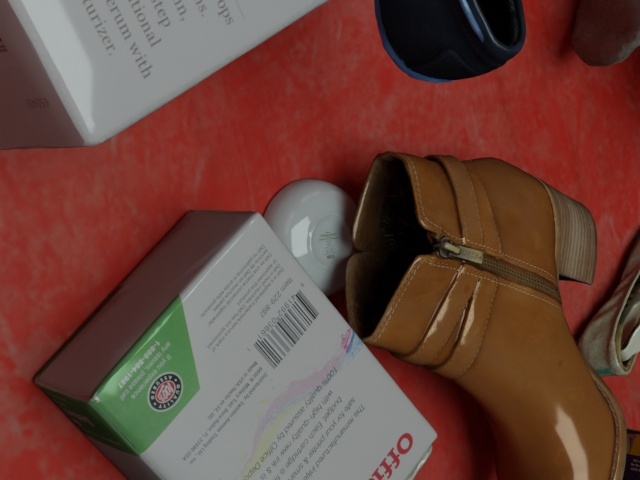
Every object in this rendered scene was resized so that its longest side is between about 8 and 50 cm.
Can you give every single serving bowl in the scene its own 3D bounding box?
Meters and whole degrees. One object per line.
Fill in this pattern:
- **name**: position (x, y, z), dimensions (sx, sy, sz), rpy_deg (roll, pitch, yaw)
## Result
- **serving bowl**: position (0.000, 0.000, 0.922), dimensions (0.083, 0.027, 0.083), rpy_deg (-3, 95, -35)

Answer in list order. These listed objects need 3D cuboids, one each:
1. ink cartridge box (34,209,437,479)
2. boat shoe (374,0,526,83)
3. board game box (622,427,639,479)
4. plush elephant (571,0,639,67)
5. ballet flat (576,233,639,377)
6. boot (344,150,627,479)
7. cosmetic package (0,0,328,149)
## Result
- **ink cartridge box**: position (-0.046, 0.107, 0.855), dimensions (0.154, 0.093, 0.212), rpy_deg (-50, 116, -22)
- **boat shoe**: position (0.073, -0.217, 0.729), dimensions (0.109, 0.089, 0.258), rpy_deg (-23, 106, -33)
- **board game box**: position (0.252, 0.219, 1.024), dimensions (0.048, 0.170, 0.141), rpy_deg (32, 75, -30)
- **plush elephant**: position (0.332, -0.223, 1.031), dimensions (0.330, 0.255, 0.272), rpy_deg (27, 86, -41)
- **ballet flat**: position (0.265, 0.045, 1.097), dimensions (0.057, 0.052, 0.168), rpy_deg (47, 67, -27)
- **boot**: position (0.113, 0.080, 0.935), dimensions (0.220, 0.109, 0.283), rpy_deg (12, 80, -47)
- **cosmetic package**: position (-0.044, -0.259, 0.797), dimensions (0.453, 0.161, 0.230), rpy_deg (-36, 112, -28)
